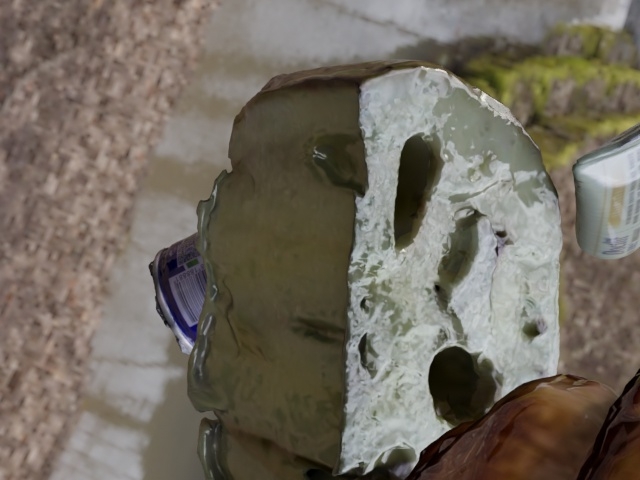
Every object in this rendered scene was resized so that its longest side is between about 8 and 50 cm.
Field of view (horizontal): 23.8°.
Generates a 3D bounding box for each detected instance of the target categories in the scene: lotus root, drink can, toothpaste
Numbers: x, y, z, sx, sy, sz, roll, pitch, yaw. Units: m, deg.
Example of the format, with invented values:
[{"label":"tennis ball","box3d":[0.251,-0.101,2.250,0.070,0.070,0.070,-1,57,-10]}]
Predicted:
[{"label":"lotus root","box3d":[0.024,0.033,0.695,0.138,0.119,0.235,4,100,-31]},{"label":"drink can","box3d":[0.000,0.000,1.073,0.097,0.235,0.097,51,22,-30]},{"label":"toothpaste","box3d":[0.148,-0.025,0.731,0.067,0.037,0.255,-30,167,1]}]

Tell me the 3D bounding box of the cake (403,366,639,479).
[{"label":"cake","box3d":[0.124,0.138,0.379,0.196,0.293,0.199,-66,167,12]}]
